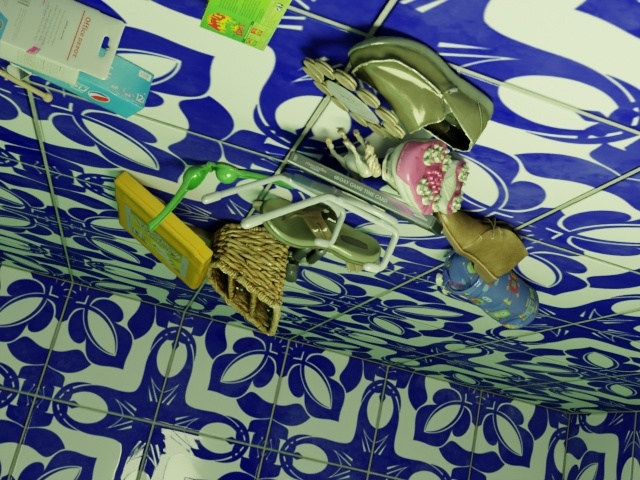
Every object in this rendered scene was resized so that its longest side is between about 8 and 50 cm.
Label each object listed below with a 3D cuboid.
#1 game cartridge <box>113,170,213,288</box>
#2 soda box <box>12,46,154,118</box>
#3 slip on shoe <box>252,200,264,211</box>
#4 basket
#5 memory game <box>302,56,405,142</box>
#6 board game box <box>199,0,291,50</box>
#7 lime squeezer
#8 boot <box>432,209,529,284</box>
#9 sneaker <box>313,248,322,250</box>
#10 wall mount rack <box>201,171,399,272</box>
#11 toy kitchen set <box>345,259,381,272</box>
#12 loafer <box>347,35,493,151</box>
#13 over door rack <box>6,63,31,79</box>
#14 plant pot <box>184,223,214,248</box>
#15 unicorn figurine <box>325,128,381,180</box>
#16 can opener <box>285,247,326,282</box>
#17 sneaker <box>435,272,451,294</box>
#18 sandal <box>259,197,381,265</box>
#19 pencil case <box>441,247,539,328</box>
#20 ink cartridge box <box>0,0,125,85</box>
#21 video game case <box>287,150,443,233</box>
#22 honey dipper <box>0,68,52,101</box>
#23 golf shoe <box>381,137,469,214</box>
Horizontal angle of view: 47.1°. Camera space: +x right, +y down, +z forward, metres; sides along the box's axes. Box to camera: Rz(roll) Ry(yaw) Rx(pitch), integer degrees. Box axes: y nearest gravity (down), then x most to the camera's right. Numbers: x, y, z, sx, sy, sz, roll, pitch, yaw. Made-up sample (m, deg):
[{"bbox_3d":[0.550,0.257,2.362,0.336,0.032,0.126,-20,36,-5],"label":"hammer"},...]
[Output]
[{"bbox_3d":[-0.396,-0.013,1.835,0.285,0.052,0.323,42,161,1],"label":"game cartridge"},{"bbox_3d":[-0.382,-0.277,1.179,0.210,0.067,0.071,25,159,-34],"label":"soda box"},{"bbox_3d":[-0.105,-0.052,1.725,0.051,0.041,0.135,-5,156,44],"label":"slip on shoe"},{"bbox_3d":[-0.204,0.109,1.944,0.213,0.223,0.299,7,160,-5],"label":"basket"},{"bbox_3d":[0.049,-0.203,1.063,0.186,0.012,0.186,37,178,2],"label":"memory game"},{"bbox_3d":[-0.085,-0.309,0.910,0.092,0.043,0.181,18,161,-15],"label":"board game box"},{"bbox_3d":[-0.216,-0.117,1.523,0.310,0.110,0.059,-16,146,-7],"label":"lime squeezer"},{"bbox_3d":[0.319,-0.022,1.488,0.115,0.112,0.305,-31,137,23],"label":"boot"},{"bbox_3d":[0.000,0.000,1.739,0.188,0.071,0.066,25,137,-32],"label":"sneaker"},{"bbox_3d":[-0.032,-0.052,1.351,0.304,0.130,0.350,24,-179,-31],"label":"wall mount rack"},{"bbox_3d":[0.113,0.035,1.865,0.068,0.075,0.083,-2,-163,47],"label":"toy kitchen set"},{"bbox_3d":[0.143,-0.199,1.020,0.251,0.087,0.094,22,160,-28],"label":"loafer"},{"bbox_3d":[-0.610,-0.253,1.136,0.108,0.239,0.324,6,162,38],"label":"over door rack"},{"bbox_3d":[-0.373,-0.004,2.083,0.236,0.032,0.236,12,163,4],"label":"plant pot"},{"bbox_3d":[0.061,-0.141,1.266,0.111,0.060,0.162,55,-177,-24],"label":"unicorn figurine"},{"bbox_3d":[-0.043,0.057,1.929,0.076,0.095,0.283,14,168,-8],"label":"can opener"},{"bbox_3d":[0.341,0.117,1.945,0.044,0.040,0.109,0,159,29],"label":"sneaker"},{"bbox_3d":[0.008,-0.035,1.631,0.303,0.120,0.086,17,134,-19],"label":"sandal"},{"bbox_3d":[0.406,0.117,1.762,0.133,0.119,0.306,-23,144,34],"label":"pencil case"},{"bbox_3d":[-0.388,-0.297,1.058,0.181,0.104,0.061,19,162,-20],"label":"ink cartridge box"},{"bbox_3d":[0.087,-0.081,1.319,0.274,0.026,0.196,27,-177,13],"label":"video game case"},{"bbox_3d":[-0.553,-0.290,1.322,0.030,0.030,0.161,-2,159,39],"label":"honey dipper"},{"bbox_3d":[0.148,-0.107,1.196,0.140,0.115,0.306,18,-179,22],"label":"golf shoe"}]
